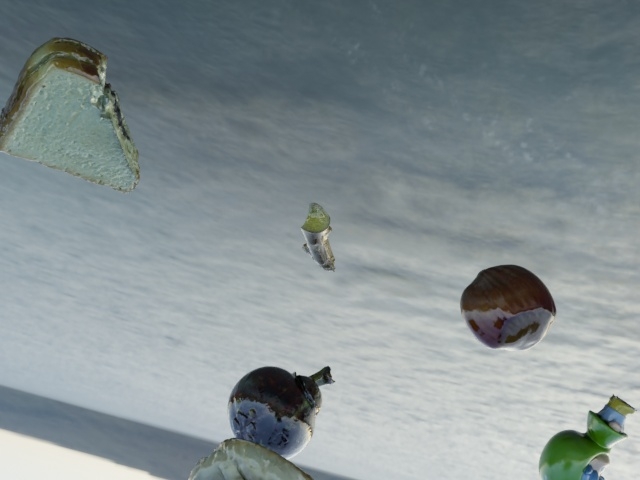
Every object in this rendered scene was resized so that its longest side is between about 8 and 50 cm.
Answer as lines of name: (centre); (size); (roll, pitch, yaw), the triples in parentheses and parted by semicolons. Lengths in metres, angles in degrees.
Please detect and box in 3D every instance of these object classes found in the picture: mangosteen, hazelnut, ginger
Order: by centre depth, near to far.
ginger: (-0.005, -0.001, 1.225); (0.057, 0.044, 0.137); (-15, 130, -5)
hazelnut: (0.444, 0.166, 1.664); (0.210, 0.210, 0.186); (-4, 130, 45)
mangosteen: (-0.085, 0.404, 1.707); (0.289, 0.232, 0.231); (-21, -176, -33)

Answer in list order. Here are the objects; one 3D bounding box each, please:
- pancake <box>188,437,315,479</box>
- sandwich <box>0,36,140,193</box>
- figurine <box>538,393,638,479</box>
pancake: (-0.020, 0.411, 0.882); (0.386, 0.082, 0.387); (20, 131, 25)
sandwich: (-0.423, -0.221, 1.284); (0.288, 0.100, 0.254); (21, 127, -39)
figurine: (0.572, 0.448, 1.500); (0.143, 0.263, 0.162); (35, -177, 8)
